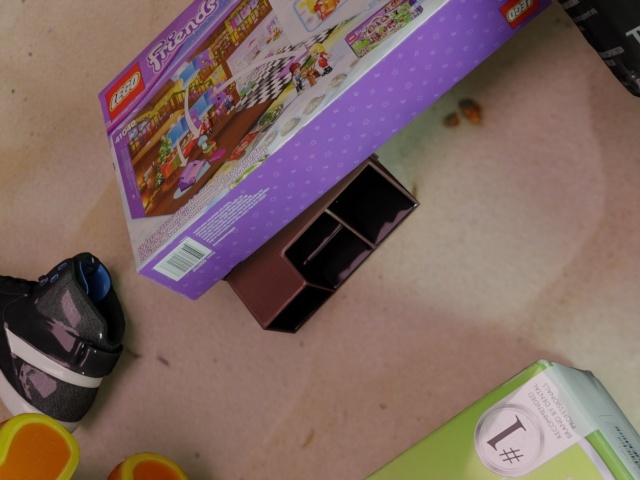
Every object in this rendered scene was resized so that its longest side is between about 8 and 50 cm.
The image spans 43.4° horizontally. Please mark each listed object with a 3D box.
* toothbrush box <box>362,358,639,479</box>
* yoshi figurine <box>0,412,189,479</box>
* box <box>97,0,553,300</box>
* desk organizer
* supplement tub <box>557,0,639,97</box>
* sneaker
[{"bbox_3d":[0.071,0.224,0.405,0.283,0.122,0.206,-39,64,17],"label":"toothbrush box"},{"bbox_3d":[-0.238,0.289,0.518,0.362,0.203,0.203,-47,74,23],"label":"yoshi figurine"},{"bbox_3d":[-0.021,-0.124,0.541,0.293,0.057,0.201,-39,47,16],"label":"box"},{"bbox_3d":[0.000,0.000,0.538,0.130,0.047,0.050,-47,64,12],"label":"desk organizer"},{"bbox_3d":[0.135,-0.247,0.354,0.207,0.207,0.338,-37,95,17],"label":"supplement tub"},{"bbox_3d":[-0.235,0.042,0.645,0.217,0.079,0.121,39,95,21],"label":"sneaker"}]
